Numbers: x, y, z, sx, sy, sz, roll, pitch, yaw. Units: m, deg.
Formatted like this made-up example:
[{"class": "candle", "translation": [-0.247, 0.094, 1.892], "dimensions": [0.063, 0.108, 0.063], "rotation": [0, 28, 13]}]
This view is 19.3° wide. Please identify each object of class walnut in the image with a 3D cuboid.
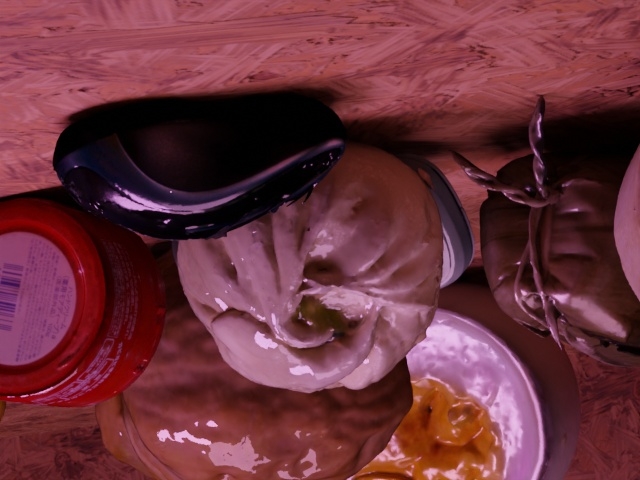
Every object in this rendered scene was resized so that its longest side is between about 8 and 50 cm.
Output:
[{"class": "walnut", "translation": [-0.063, 0.139, 1.996], "dimensions": [0.344, 0.306, 0.306], "rotation": [-8, 171, -27]}]

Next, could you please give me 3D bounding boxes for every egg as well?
[{"class": "egg", "translation": [0.196, 0.219, 2.597], "dimensions": [0.354, 0.354, 0.340], "rotation": [-12, -174, 23]}]

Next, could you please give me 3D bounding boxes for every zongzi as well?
[{"class": "zongzi", "translation": [0.207, 0.024, 1.863], "dimensions": [0.500, 0.218, 0.467], "rotation": [6, 171, -40]}]

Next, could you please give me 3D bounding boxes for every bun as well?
[{"class": "bun", "translation": [-0.010, 0.031, 1.644], "dimensions": [0.259, 0.259, 0.160], "rotation": [-10, -150, 16]}]

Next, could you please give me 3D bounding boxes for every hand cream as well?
[{"class": "hand cream", "translation": [-0.250, 0.058, 1.728], "dimensions": [0.193, 0.193, 0.125], "rotation": [-11, 168, 17]}]

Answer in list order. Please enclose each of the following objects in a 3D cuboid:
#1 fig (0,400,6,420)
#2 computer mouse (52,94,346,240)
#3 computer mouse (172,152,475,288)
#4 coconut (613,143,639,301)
[{"class": "fig", "translation": [-0.473, 0.168, 2.423], "dimensions": [0.159, 0.159, 0.257], "rotation": [-5, 149, -17]}, {"class": "computer mouse", "translation": [-0.092, -0.053, 1.480], "dimensions": [0.233, 0.096, 0.137], "rotation": [-5, 170, -7]}, {"class": "computer mouse", "translation": [0.000, -0.003, 1.774], "dimensions": [0.288, 0.159, 0.097], "rotation": [-18, -151, 17]}, {"class": "coconut", "translation": [0.394, -0.018, 1.519], "dimensions": [0.323, 0.323, 0.323], "rotation": [-7, 170, -1]}]
